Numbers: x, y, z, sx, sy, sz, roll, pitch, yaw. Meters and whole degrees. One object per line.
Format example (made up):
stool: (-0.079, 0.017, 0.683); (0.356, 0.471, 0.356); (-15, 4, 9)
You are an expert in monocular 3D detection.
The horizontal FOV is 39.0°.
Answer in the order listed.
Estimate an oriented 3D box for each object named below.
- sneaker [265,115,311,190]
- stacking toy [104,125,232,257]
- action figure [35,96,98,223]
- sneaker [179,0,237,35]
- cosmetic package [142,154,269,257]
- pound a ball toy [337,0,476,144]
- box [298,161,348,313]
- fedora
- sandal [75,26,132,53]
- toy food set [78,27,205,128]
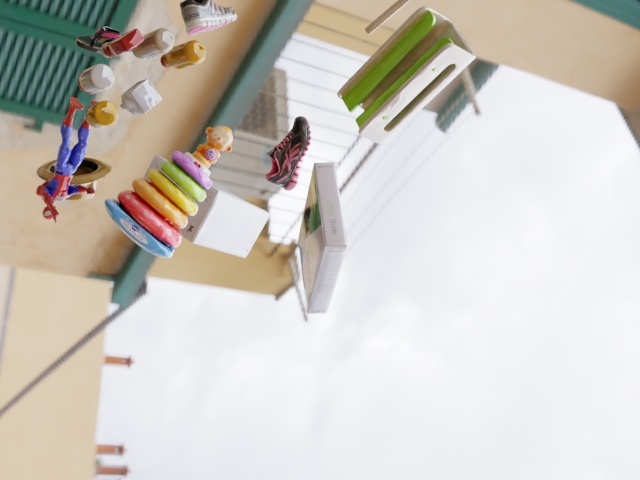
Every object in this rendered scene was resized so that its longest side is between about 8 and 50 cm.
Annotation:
sneaker: (-0.053, -0.138, 1.402); (0.047, 0.057, 0.119); (29, -75, 64)
stacking toy: (-0.287, -0.119, 1.869); (0.302, 0.175, 0.166); (-48, -174, -2)
action figure: (-0.521, -0.146, 1.910); (0.139, 0.092, 0.280); (45, -63, 34)
sneaker: (-0.225, -0.458, 1.795); (0.063, 0.170, 0.074); (-17, -79, 30)
cosmetic package: (-0.313, -0.082, 2.409); (0.217, 0.385, 0.156); (29, -90, 16)
pound a ball toy: (0.182, -0.382, 1.888); (0.319, 0.136, 0.208); (-43, -123, 27)
box: (0.000, 0.000, 2.136); (0.322, 0.059, 0.232); (106, -20, -56)
fedora: (-0.607, -0.147, 2.234); (0.194, 0.194, 0.079); (40, -48, 55)
sandal: (-0.396, -0.394, 1.754); (0.067, 0.179, 0.040); (41, -54, 31)
toy food set: (-0.306, -0.267, 1.444); (0.105, 0.111, 0.232); (-1, -140, 53)
